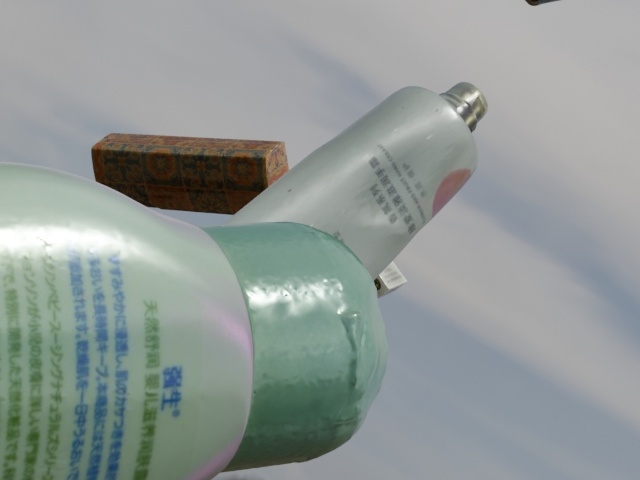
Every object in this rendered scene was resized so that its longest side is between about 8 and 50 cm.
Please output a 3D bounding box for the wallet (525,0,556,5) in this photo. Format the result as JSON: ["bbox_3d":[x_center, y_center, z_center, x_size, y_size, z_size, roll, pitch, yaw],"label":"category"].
[{"bbox_3d":[0.314,-0.357,1.950,0.069,0.231,0.170,114,-42,-58],"label":"wallet"}]

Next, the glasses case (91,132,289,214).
[{"bbox_3d":[-0.137,-0.069,1.748,0.218,0.049,0.075,5,-63,28],"label":"glasses case"}]

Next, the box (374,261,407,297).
[{"bbox_3d":[0.058,0.023,1.877,0.083,0.024,0.054,55,28,8],"label":"box"}]

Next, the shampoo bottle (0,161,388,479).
[{"bbox_3d":[-0.119,0.065,0.913,0.349,0.222,0.151,-3,10,-34],"label":"shampoo bottle"}]

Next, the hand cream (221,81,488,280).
[{"bbox_3d":[0.000,0.000,1.099,0.078,0.340,0.124,7,-47,50],"label":"hand cream"}]
